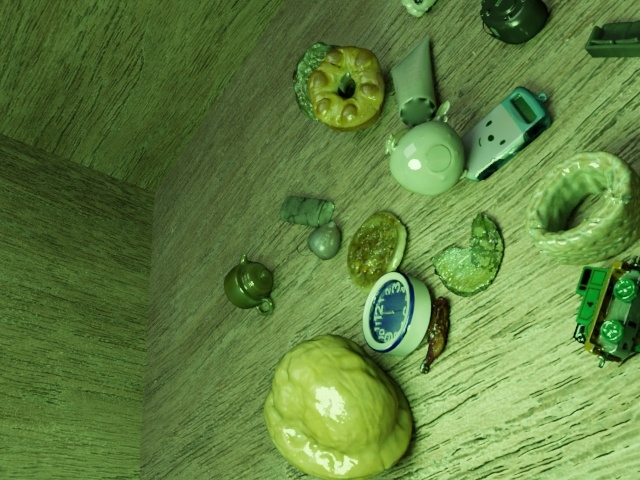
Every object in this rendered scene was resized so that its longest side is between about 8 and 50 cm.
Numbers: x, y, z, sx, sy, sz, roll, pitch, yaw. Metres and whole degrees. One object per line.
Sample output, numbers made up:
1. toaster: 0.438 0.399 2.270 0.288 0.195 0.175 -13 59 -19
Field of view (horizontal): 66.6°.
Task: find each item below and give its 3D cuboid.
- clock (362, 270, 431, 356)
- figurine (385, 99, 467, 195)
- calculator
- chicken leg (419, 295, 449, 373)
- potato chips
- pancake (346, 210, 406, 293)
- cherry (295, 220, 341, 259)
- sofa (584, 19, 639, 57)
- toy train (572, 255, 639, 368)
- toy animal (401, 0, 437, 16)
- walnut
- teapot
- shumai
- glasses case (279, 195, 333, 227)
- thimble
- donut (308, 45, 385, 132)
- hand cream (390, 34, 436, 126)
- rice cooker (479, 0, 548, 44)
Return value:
1. clock: 0.210 0.204 1.364 0.230 0.083 0.230 -47 34 47
2. figurine: 0.297 -0.281 1.425 0.275 0.226 0.394 -62 11 11
3. calculator: 0.486 -0.285 1.317 0.293 0.051 0.173 -44 40 31
4. chicken leg: 0.300 0.247 1.279 0.093 0.053 0.205 141 149 -69
5. potato chips: 0.396 0.038 1.288 0.220 0.029 0.202 -63 35 12
6. pancake: 0.177 0.036 1.565 0.282 0.049 0.282 -34 43 40
7. cherry: 0.001 -0.007 1.770 0.188 0.115 0.148 -143 58 -60
8. sofa: 0.700 -0.475 1.124 0.147 0.060 0.085 31 97 56
9. toy train: 0.564 0.134 0.952 0.136 0.091 0.228 19 89 66
10. toy animal: 0.359 -0.942 1.762 0.208 0.156 0.204 -46 36 35
11. walnut: 0.037 0.432 1.284 0.383 0.383 0.384 -30 49 42
12. teapot: -0.267 0.179 1.975 0.175 0.185 0.268 -33 85 39
13. shumai: 0.036 -0.634 2.046 0.309 0.304 0.263 -61 1 5
14. glasses case: -0.062 -0.115 1.956 0.299 0.060 0.114 12 81 55
15. thimble: 0.554 -0.068 1.022 0.229 0.148 0.196 -39 43 32
16. donut: 0.105 -0.554 1.803 0.299 0.150 0.317 30 86 21
17. hand cream: 0.316 -0.537 1.654 0.185 0.118 0.359 -39 36 41
18. rice cooker: 0.541 -0.641 1.379 0.142 0.118 0.203 -56 40 17
